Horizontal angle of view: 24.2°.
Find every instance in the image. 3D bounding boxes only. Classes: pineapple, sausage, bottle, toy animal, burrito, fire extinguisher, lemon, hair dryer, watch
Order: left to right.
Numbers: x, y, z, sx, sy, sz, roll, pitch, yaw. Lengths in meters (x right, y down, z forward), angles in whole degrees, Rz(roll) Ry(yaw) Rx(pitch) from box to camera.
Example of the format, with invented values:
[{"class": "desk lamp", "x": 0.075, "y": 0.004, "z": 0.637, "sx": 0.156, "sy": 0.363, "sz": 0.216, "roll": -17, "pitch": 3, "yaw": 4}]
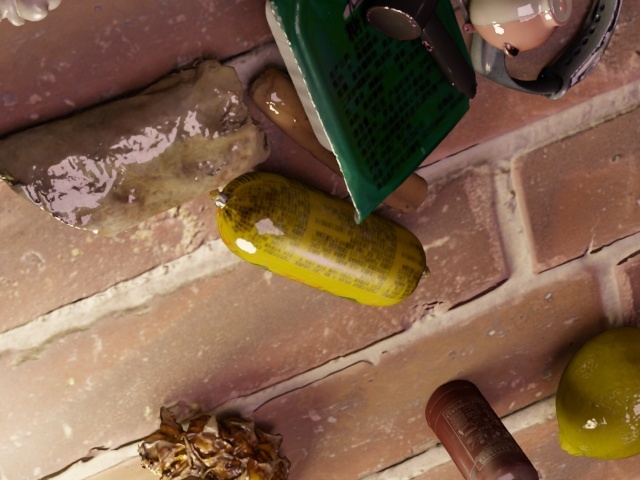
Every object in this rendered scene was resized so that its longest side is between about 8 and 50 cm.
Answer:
[{"class": "toy animal", "x": -0.333, "y": -0.279, "z": 1.667, "sx": 0.124, "sy": 0.071, "sz": 0.085, "roll": -7, "pitch": 104, "yaw": -8}, {"class": "burrito", "x": -0.228, "y": -0.096, "z": 1.806, "sx": 0.347, "sy": 0.107, "sz": 0.175, "roll": -21, "pitch": 112, "yaw": -11}, {"class": "pineapple", "x": -0.111, "y": 0.341, "z": 2.084, "sx": 0.161, "sy": 0.158, "sz": 0.334, "roll": -37, "pitch": 126, "yaw": 3}, {"class": "sausage", "x": 0.000, "y": 0.000, "z": 1.941, "sx": 0.347, "sy": 0.123, "sz": 0.123, "roll": 21, "pitch": 110, "yaw": -31}, {"class": "sausage", "x": 0.024, "y": -0.123, "z": 1.913, "sx": 0.301, "sy": 0.066, "sz": 0.066, "roll": 34, "pitch": 103, "yaw": -33}, {"class": "hair dryer", "x": 0.148, "y": -0.252, "z": 1.778, "sx": 0.248, "sy": 0.070, "sz": 0.114, "roll": 44, "pitch": 68, "yaw": -49}, {"class": "fire extinguisher", "x": 0.238, "y": 0.317, "z": 2.143, "sx": 0.104, "sy": 0.269, "sz": 0.105, "roll": -11, "pitch": 124, "yaw": -16}, {"class": "bottle", "x": 0.218, "y": -0.336, "z": 1.773, "sx": 0.147, "sy": 0.147, "sz": 0.237, "roll": -21, "pitch": 108, "yaw": -9}, {"class": "watch", "x": 0.294, "y": -0.282, "z": 1.924, "sx": 0.193, "sy": 0.068, "sz": 0.206, "roll": -4, "pitch": 119, "yaw": -19}, {"class": "lemon", "x": 0.445, "y": 0.233, "z": 2.230, "sx": 0.184, "sy": 0.184, "sz": 0.248, "roll": 31, "pitch": 110, "yaw": -34}]

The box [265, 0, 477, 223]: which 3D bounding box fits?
[{"class": "box", "x": 0.044, "y": -0.231, "z": 1.794, "sx": 0.264, "sy": 0.106, "sz": 0.337, "roll": -47, "pitch": 131, "yaw": -29}]
